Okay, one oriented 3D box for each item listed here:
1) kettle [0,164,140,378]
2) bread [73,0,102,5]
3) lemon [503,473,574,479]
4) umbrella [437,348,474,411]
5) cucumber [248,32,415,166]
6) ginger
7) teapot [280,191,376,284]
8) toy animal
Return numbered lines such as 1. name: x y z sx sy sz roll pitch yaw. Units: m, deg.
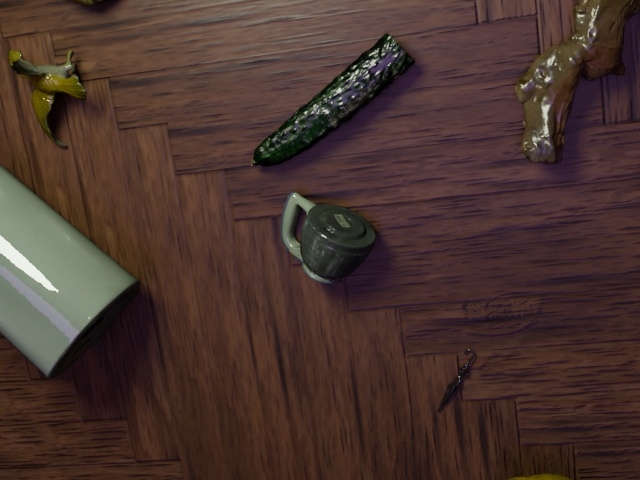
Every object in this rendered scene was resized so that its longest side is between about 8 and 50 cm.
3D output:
1. kettle: -0.476 0.047 1.364 0.318 0.265 0.205 41 75 -1
2. bread: -0.472 -0.470 1.277 0.367 0.084 0.077 32 147 0
3. lemon: 0.367 0.463 1.296 0.187 0.187 0.244 -36 85 16
4. umbrella: 0.218 0.227 1.355 0.022 0.013 0.122 28 108 15
5. cucumber: 0.011 -0.193 1.266 0.293 0.067 0.067 -38 94 17
6. ginger: 0.360 -0.244 1.190 0.122 0.084 0.290 24 104 -19
7. teapot: 0.000 0.006 1.294 0.149 0.111 0.108 22 120 -1
8. toy animal: -0.423 -0.257 1.324 0.095 0.155 0.219 -20 144 -10
